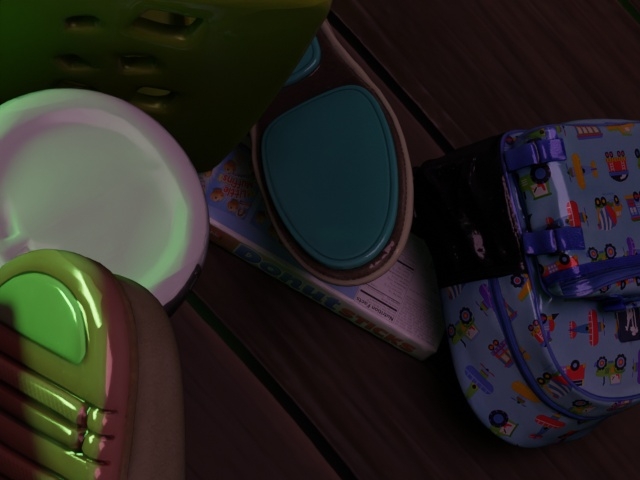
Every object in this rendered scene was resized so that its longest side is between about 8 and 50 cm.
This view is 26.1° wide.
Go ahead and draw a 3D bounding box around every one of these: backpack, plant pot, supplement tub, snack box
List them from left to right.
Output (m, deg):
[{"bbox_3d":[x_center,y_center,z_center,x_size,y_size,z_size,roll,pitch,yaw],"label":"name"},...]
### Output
[{"bbox_3d":[-0.132,0.016,0.653,0.117,0.190,0.117,8,68,-21],"label":"supplement tub"},{"bbox_3d":[-0.135,-0.170,0.678,0.207,0.227,0.228,-2,73,-19],"label":"plant pot"},{"bbox_3d":[0.000,0.000,0.811,0.178,0.022,0.064,30,61,-10],"label":"snack box"},{"bbox_3d":[0.142,0.027,0.796,0.158,0.117,0.173,0,76,-43],"label":"backpack"}]

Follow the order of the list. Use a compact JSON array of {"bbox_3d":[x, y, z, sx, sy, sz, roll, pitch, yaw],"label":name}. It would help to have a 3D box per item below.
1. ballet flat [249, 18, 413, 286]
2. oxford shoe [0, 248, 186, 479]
[{"bbox_3d":[-0.003,-0.068,0.782,0.086,0.086,0.248,-4,56,-24],"label":"ballet flat"},{"bbox_3d":[-0.095,0.191,0.576,0.146,0.140,0.397,-6,112,-42],"label":"oxford shoe"}]
